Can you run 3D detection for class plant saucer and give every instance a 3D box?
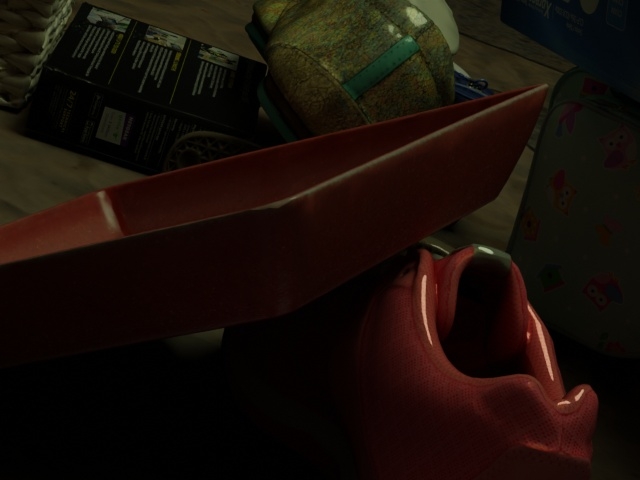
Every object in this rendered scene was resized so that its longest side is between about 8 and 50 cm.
[{"bbox_3d":[-0.057,0.001,0.844,0.258,0.048,0.259,-12,7,30],"label":"plant saucer"}]

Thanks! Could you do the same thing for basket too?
[{"bbox_3d":[-0.212,-0.161,1.248,0.113,0.103,0.167,18,18,-4],"label":"basket"}]

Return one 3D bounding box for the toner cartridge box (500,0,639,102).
[{"bbox_3d":[0.236,-0.109,1.047,0.165,0.075,0.348,0,19,-17],"label":"toner cartridge box"}]

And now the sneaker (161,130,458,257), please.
[{"bbox_3d":[0.000,0.000,1.094,0.188,0.066,0.071,28,3,11],"label":"sneaker"}]

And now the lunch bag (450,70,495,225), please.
[{"bbox_3d":[0.078,-0.063,1.263,0.067,0.098,0.065,22,20,-16],"label":"lunch bag"}]

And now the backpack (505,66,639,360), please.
[{"bbox_3d":[0.205,-0.005,1.117,0.188,0.166,0.144,24,21,26],"label":"backpack"}]

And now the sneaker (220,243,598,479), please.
[{"bbox_3d":[0.048,0.053,0.848,0.116,0.136,0.314,12,19,-22],"label":"sneaker"}]

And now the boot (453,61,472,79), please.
[{"bbox_3d":[0.026,-0.143,1.479,0.190,0.069,0.086,33,20,31],"label":"boot"}]

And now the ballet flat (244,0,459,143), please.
[{"bbox_3d":[0.025,-0.111,1.178,0.123,0.123,0.348,17,10,-5],"label":"ballet flat"}]

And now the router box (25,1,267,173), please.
[{"bbox_3d":[-0.105,-0.092,1.248,0.133,0.046,0.179,18,19,-5],"label":"router box"}]

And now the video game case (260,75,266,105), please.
[{"bbox_3d":[-0.093,-0.123,1.401,0.122,0.011,0.087,24,19,15],"label":"video game case"}]
